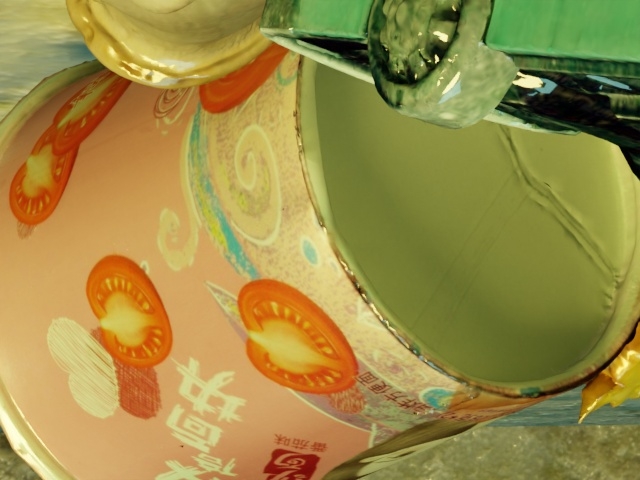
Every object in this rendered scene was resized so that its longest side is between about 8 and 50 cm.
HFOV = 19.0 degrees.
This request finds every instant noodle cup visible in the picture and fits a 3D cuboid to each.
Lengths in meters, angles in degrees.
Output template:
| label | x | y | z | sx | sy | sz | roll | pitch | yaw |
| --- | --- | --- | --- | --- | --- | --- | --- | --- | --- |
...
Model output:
| label | x | y | z | sx | sy | sz | roll | pitch | yaw |
| --- | --- | --- | --- | --- | --- | --- | --- | --- | --- |
| instant noodle cup | 0.000 | 0.000 | 0.823 | 0.243 | 0.243 | 0.231 | 10 | 160 | -36 |

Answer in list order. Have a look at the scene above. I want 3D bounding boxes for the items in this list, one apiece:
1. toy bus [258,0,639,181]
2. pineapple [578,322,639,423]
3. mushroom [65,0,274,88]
| label | x | y | z | sx | sy | sz | roll | pitch | yaw |
| --- | --- | --- | --- | --- | --- | --- | --- | --- | --- |
| toy bus | 0.108 | -0.083 | 0.473 | 0.128 | 0.147 | 0.256 | 16 | 179 | -35 |
| pineapple | 0.193 | -0.049 | 0.874 | 0.249 | 0.164 | 0.140 | -16 | 147 | -26 |
| mushroom | -0.046 | -0.112 | 0.600 | 0.108 | 0.096 | 0.247 | -24 | 171 | -1 |
